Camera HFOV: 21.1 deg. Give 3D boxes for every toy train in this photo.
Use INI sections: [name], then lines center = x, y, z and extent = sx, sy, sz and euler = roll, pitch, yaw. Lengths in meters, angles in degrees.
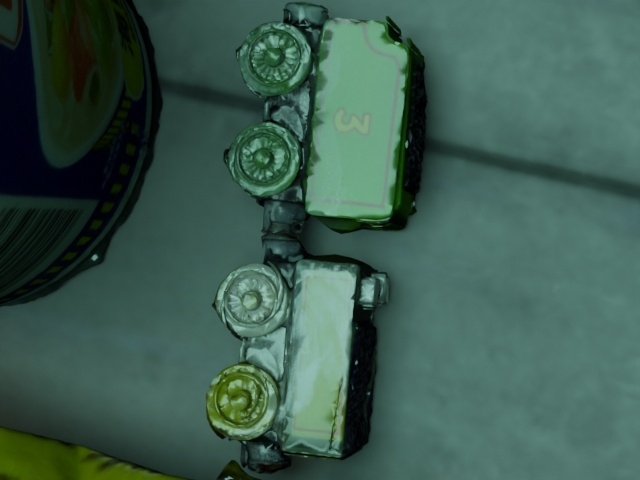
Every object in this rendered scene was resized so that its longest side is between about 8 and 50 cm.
[toy train]
center = 0.000, 0.000, 0.731
extent = 0.081, 0.060, 0.202
euler = 5, 90, 11

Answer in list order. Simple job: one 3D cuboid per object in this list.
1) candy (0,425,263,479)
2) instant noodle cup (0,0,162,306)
[candy]
center = -0.137, 0.138, 0.730
extent = 0.297, 0.081, 0.187
euler = 15, 127, 18
[instant noodle cup]
center = -0.205, -0.074, 0.666
extent = 0.284, 0.312, 0.284
euler = -1, 85, 16
